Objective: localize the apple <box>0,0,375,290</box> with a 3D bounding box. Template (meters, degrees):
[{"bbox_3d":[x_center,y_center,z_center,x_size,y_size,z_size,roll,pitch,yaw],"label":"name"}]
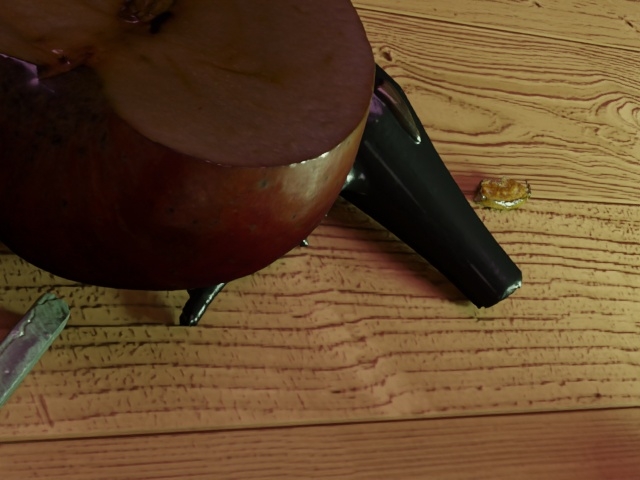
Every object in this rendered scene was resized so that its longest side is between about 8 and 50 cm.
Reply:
[{"bbox_3d":[-0.133,-0.131,1.295,0.329,0.295,0.365,56,29,-18],"label":"apple"}]

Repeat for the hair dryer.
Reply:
[{"bbox_3d":[0.000,0.000,1.462,0.304,0.120,0.359,51,44,-8],"label":"hair dryer"}]

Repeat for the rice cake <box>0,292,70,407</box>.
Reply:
[{"bbox_3d":[-0.211,0.088,1.184,0.029,0.033,0.171,36,34,-3],"label":"rice cake"}]

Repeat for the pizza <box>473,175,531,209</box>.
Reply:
[{"bbox_3d":[0.174,-0.045,1.712,0.083,0.016,0.037,-11,59,-44],"label":"pizza"}]
